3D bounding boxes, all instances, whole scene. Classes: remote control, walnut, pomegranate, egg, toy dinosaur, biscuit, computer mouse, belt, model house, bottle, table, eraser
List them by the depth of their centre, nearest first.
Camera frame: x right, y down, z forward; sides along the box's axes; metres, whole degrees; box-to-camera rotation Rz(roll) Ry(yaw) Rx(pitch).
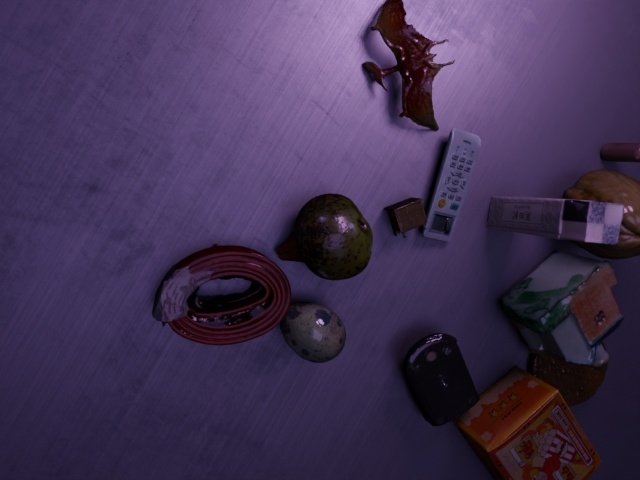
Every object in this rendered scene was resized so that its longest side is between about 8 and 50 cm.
[{"bbox_3d":[-0.237,0.126,1.375,0.323,0.115,0.228,-3,97,-17],"label":"belt"},{"bbox_3d":[0.000,0.000,1.398,0.247,0.214,0.214,-15,105,25],"label":"pomegranate"},{"bbox_3d":[0.555,-0.057,1.415,0.098,0.404,0.097,4,94,-14],"label":"eraser"},{"bbox_3d":[-0.020,0.225,1.434,0.181,0.141,0.141,37,88,-16],"label":"egg"},{"bbox_3d":[0.233,-0.433,1.440,0.206,0.113,0.327,-42,97,21],"label":"toy dinosaur"},{"bbox_3d":[0.225,-0.059,1.496,0.083,0.070,0.082,-22,103,-12],"label":"table"},{"bbox_3d":[0.342,-0.145,1.526,0.103,0.051,0.294,11,97,-30],"label":"remote control"},{"bbox_3d":[0.783,-0.064,1.548,0.282,0.283,0.228,24,109,-18],"label":"walnut"},{"bbox_3d":[0.316,0.366,1.571,0.170,0.100,0.270,-27,109,-6],"label":"computer mouse"},{"bbox_3d":[0.850,-0.245,1.605,0.053,0.140,0.053,-3,99,-16],"label":"bottle"},{"bbox_3d":[0.704,0.239,1.615,0.267,0.194,0.325,-38,108,-9],"label":"model house"},{"bbox_3d":[0.741,0.371,1.722,0.261,0.037,0.262,-2,97,-15],"label":"biscuit"}]

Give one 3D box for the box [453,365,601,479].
[{"bbox_3d":[0.578,0.564,1.618,0.259,0.214,0.284,-37,107,-5],"label":"box"}]
